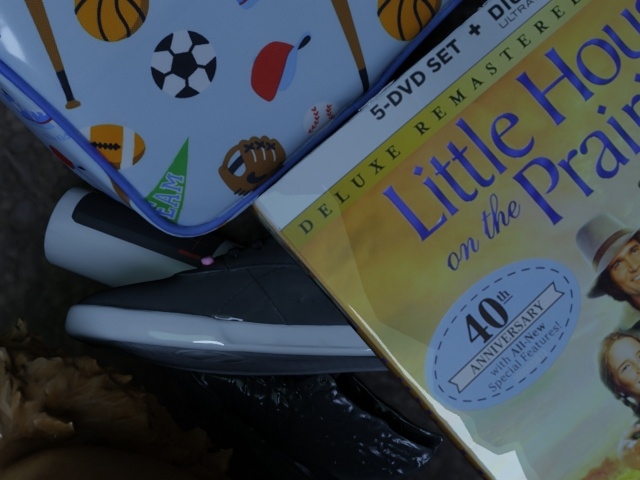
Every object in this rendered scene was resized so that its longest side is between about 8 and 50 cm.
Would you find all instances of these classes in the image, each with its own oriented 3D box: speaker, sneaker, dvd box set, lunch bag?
[{"bbox_3d":[-0.103,0.012,1.049,0.136,0.055,0.055,20,101,16],"label":"speaker"},{"bbox_3d":[-0.014,0.096,1.031,0.170,0.051,0.089,46,107,4],"label":"sneaker"},{"bbox_3d":[0.213,0.042,0.877,0.307,0.062,0.420,-40,85,-4],"label":"dvd box set"},{"bbox_3d":[0.000,0.000,0.967,0.296,0.104,0.147,-2,79,2],"label":"sneaker"},{"bbox_3d":[-0.055,-0.172,0.905,0.303,0.115,0.243,-46,117,-6],"label":"lunch bag"}]

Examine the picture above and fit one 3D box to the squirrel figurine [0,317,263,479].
[{"bbox_3d":[-0.054,0.225,0.926,0.281,0.370,0.397,-51,50,20],"label":"squirrel figurine"}]
